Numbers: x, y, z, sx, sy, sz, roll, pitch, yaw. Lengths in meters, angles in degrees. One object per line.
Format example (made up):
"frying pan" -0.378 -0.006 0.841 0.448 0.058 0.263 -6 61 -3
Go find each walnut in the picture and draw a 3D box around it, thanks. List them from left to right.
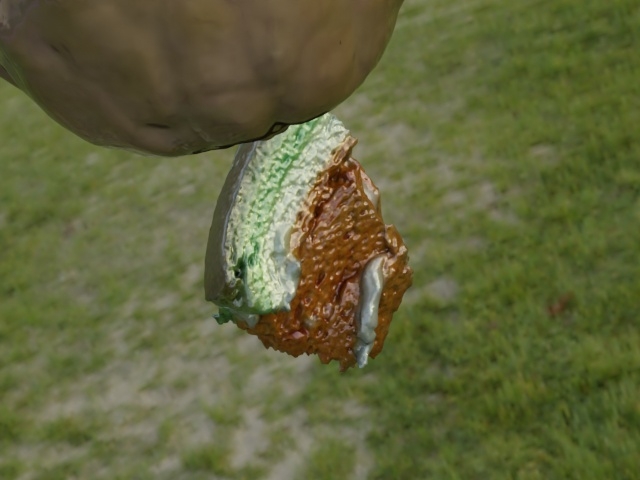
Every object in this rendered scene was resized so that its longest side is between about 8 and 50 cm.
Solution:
"walnut" -0.071 -0.164 0.633 0.227 0.273 0.273 -27 27 -24

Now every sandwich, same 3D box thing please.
"sandwich" 0.001 -0.009 1.002 0.109 0.159 0.185 159 129 -73
